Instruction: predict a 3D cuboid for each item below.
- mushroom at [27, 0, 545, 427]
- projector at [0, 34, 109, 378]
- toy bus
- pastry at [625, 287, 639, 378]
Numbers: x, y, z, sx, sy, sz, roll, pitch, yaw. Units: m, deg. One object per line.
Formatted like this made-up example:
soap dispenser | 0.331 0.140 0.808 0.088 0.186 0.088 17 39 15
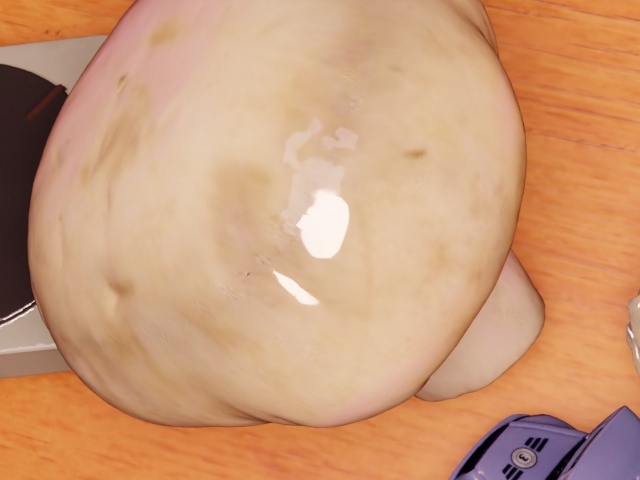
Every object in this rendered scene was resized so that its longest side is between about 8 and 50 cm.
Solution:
mushroom | -0.019 -0.011 1.047 0.353 0.325 0.353 4 110 12
projector | -0.262 -0.018 1.245 0.259 0.079 0.257 -6 63 5
toy bus | 0.218 0.206 1.069 0.292 0.133 0.125 33 50 17
pastry | 0.328 0.045 1.069 0.264 0.133 0.265 -2 86 34
